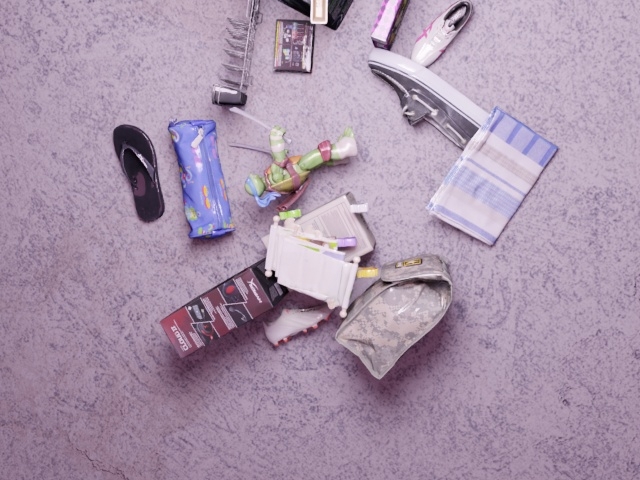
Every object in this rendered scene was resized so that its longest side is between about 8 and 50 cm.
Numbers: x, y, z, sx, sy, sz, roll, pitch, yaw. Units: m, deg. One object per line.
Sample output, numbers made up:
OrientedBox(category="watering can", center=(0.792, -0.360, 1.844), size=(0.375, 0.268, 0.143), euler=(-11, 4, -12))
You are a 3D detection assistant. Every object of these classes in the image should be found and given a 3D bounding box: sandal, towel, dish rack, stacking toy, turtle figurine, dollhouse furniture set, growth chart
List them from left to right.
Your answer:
OrientedBox(category="sandal", center=(-0.460, -0.176, 1.626), size=(0.097, 0.054, 0.255), euler=(-18, 96, 11))
OrientedBox(category="dish rack", center=(-0.186, -0.443, 1.474), size=(0.074, 0.208, 0.272), euler=(10, 100, -5))
OrientedBox(category="turtle figurine", center=(-0.068, -0.224, 1.481), size=(0.266, 0.198, 0.275), euler=(-16, 56, -11))
OrientedBox(category="growth chart", center=(-0.023, 0.052, 1.435), size=(0.237, 0.021, 0.172), euler=(25, 111, 17))
OrientedBox(category="stacking toy", center=(0.016, 0.007, 1.455), size=(0.221, 0.052, 0.167), euler=(-4, 97, 10))
OrientedBox(category="dollhouse furniture set", center=(0.020, -0.479, 1.228), size=(0.090, 0.081, 0.115), euler=(1, 104, -3))
OrientedBox(category="towel", center=(0.398, -0.141, 1.475), size=(0.209, 0.034, 0.285), euler=(27, 104, -21))

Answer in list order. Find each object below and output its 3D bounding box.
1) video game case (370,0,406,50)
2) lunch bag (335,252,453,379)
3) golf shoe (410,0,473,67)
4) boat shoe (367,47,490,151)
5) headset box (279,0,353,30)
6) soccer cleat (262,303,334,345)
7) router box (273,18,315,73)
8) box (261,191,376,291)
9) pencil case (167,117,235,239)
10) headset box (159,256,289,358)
OrientedBox(category="video game case", center=(0.174, -0.538, 1.397), size=(0.041, 0.210, 0.232), euler=(23, 101, 4))
OrientedBox(category="lunch bag", center=(0.185, 0.145, 1.486), size=(0.169, 0.235, 0.287), euler=(44, 102, -1))
OrientedBox(category="golf shoe", center=(0.272, -0.474, 1.456), size=(0.067, 0.086, 0.186), euler=(40, 103, 0))
OrientedBox(category="boat shoe", center=(0.239, -0.316, 1.465), size=(0.335, 0.121, 0.119), euler=(32, 98, 1))
OrientedBox(category="headset box", center=(-0.055, -0.592, 1.386), size=(0.246, 0.283, 0.131), euler=(30, 101, 2))
OrientedBox(category="soccer cleat", center=(-0.058, 0.199, 1.620), size=(0.196, 0.068, 0.076), euler=(-27, 91, 14))
OrientedBox(category="router box", center=(-0.063, -0.465, 1.531), size=(0.092, 0.038, 0.123), euler=(6, 99, 7))
OrientedBox(category="box", center=(0.000, 0.000, 1.548), size=(0.232, 0.127, 0.149), euler=(-27, 94, 12))
OrientedBox(category="pencil case", center=(-0.291, -0.153, 1.568), size=(0.119, 0.133, 0.307), euler=(-13, 99, -23))
OrientedBox(category="headset box", center=(-0.237, 0.164, 1.562), size=(0.293, 0.218, 0.110), euler=(-30, 92, 12))
